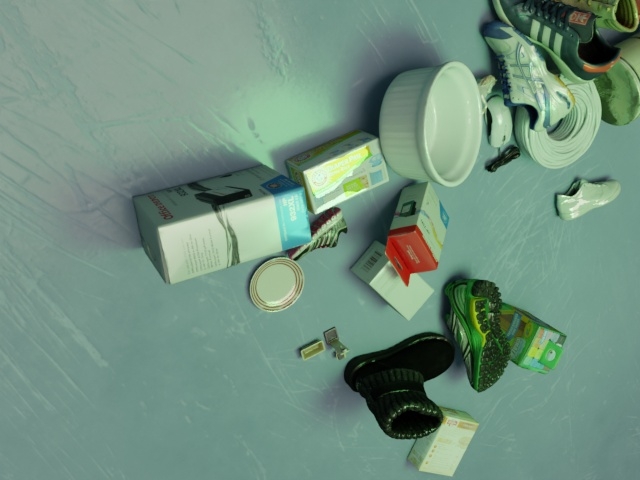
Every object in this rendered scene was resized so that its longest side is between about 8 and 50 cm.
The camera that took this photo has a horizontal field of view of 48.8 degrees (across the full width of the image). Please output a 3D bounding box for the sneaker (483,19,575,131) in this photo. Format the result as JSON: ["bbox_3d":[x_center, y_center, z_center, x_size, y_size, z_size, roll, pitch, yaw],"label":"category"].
[{"bbox_3d":[0.483,-0.395,1.716,0.131,0.112,0.296,-42,96,7],"label":"sneaker"}]

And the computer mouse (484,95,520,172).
[{"bbox_3d":[0.468,-0.277,1.830,0.106,0.042,0.193,-25,119,-16],"label":"computer mouse"}]

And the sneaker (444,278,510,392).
[{"bbox_3d":[0.429,0.259,1.958,0.134,0.146,0.344,-21,110,-34],"label":"sneaker"}]

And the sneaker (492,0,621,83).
[{"bbox_3d":[0.571,-0.522,1.679,0.350,0.148,0.131,33,76,-14],"label":"sneaker"}]

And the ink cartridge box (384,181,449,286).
[{"bbox_3d":[0.236,-0.016,1.714,0.134,0.077,0.231,54,39,-32],"label":"ink cartridge box"}]

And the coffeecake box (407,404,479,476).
[{"bbox_3d":[0.366,0.596,2.099,0.142,0.068,0.186,21,99,-32],"label":"coffeecake box"}]

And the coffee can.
[{"bbox_3d":[0.867,-0.454,1.877,0.275,0.201,0.202,-29,120,-15],"label":"coffee can"}]

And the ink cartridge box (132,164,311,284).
[{"bbox_3d":[-0.206,-0.043,1.460,0.307,0.223,0.129,-17,115,-21],"label":"ink cartridge box"}]

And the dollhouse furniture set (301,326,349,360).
[{"bbox_3d":[0.017,0.295,1.792,0.114,0.081,0.091,-24,118,-18],"label":"dollhouse furniture set"}]

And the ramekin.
[{"bbox_3d":[0.251,-0.264,1.614,0.277,0.135,0.278,-11,104,-51],"label":"ramekin"}]

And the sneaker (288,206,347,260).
[{"bbox_3d":[0.000,0.000,1.679,0.170,0.063,0.075,-42,116,-13],"label":"sneaker"}]

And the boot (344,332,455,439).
[{"bbox_3d":[0.259,0.380,1.845,0.347,0.260,0.131,-16,116,-21],"label":"boot"}]

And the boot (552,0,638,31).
[{"bbox_3d":[0.632,-0.597,1.696,0.262,0.203,0.095,39,88,-34],"label":"boot"}]

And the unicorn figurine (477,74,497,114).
[{"bbox_3d":[0.374,-0.360,1.736,0.161,0.060,0.111,9,94,-24],"label":"unicorn figurine"}]

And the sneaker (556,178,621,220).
[{"bbox_3d":[0.771,-0.141,2.028,0.212,0.080,0.094,-27,108,-15],"label":"sneaker"}]

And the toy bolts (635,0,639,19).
[{"bbox_3d":[0.784,-0.666,1.823,0.229,0.158,0.218,-59,164,-8],"label":"toy bolts"}]

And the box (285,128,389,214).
[{"bbox_3d":[0.038,-0.159,1.614,0.203,0.103,0.114,-26,119,-17],"label":"box"}]

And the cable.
[{"bbox_3d":[0.626,-0.324,1.869,0.257,0.089,0.257,-47,123,-3],"label":"cable"}]

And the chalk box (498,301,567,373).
[{"bbox_3d":[0.595,0.289,2.014,0.132,0.213,0.133,20,99,-32],"label":"chalk box"}]

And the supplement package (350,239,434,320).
[{"bbox_3d":[0.182,0.101,1.789,0.105,0.105,0.179,-49,123,-4],"label":"supplement package"}]

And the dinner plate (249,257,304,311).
[{"bbox_3d":[-0.105,0.105,1.693,0.141,0.017,0.141,-10,112,-24],"label":"dinner plate"}]
